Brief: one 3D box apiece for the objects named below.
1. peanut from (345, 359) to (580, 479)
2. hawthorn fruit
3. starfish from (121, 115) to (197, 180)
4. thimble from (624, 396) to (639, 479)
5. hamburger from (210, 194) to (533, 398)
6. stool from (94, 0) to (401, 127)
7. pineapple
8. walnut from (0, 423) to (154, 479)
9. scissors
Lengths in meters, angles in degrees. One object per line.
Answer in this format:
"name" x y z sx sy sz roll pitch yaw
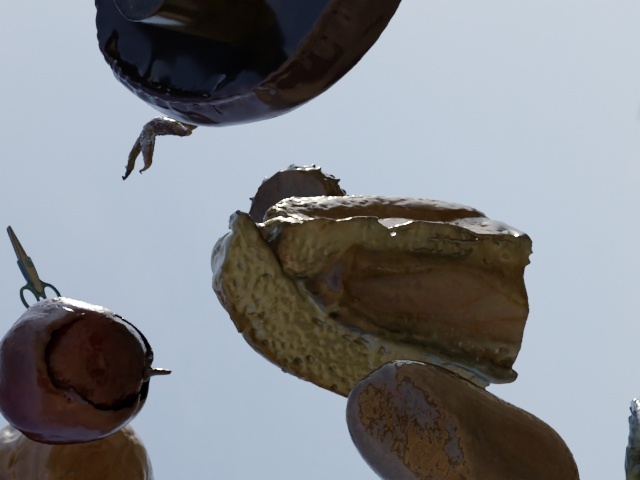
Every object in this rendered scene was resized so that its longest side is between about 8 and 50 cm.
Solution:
"peanut" 0.077 0.115 0.808 0.152 0.076 0.076 34 -133 -23
"hawthorn fruit" -0.227 0.127 1.443 0.148 0.172 0.148 7 -90 -82
"starfish" -0.192 -0.114 1.726 0.041 0.130 0.133 53 -154 -9
"thimble" 0.383 0.279 1.478 0.271 0.150 0.270 -2 -90 -83
"hamburger" 0.016 0.038 0.984 0.155 0.208 0.135 -157 72 -65
"stool" -0.085 -0.230 1.058 0.178 0.272 0.272 30 -122 -56
"pineapple" 0.000 0.000 1.640 0.251 0.125 0.125 50 -139 -66
"walnut" -0.277 0.268 1.608 0.221 0.195 0.195 -48 -47 -83
"scissors" -0.344 0.034 1.773 0.058 0.014 0.119 -5 -120 -48
